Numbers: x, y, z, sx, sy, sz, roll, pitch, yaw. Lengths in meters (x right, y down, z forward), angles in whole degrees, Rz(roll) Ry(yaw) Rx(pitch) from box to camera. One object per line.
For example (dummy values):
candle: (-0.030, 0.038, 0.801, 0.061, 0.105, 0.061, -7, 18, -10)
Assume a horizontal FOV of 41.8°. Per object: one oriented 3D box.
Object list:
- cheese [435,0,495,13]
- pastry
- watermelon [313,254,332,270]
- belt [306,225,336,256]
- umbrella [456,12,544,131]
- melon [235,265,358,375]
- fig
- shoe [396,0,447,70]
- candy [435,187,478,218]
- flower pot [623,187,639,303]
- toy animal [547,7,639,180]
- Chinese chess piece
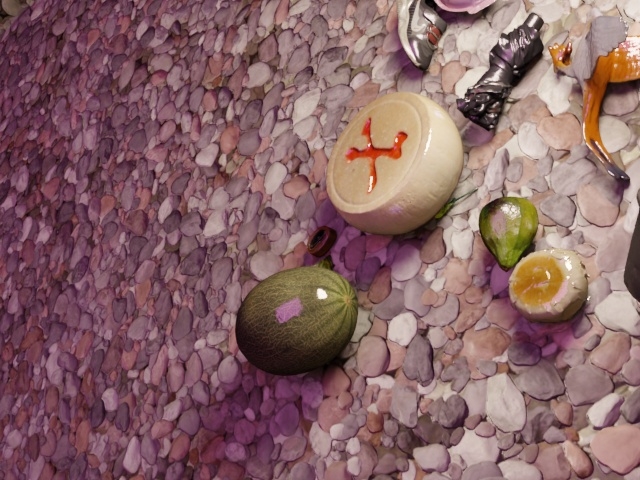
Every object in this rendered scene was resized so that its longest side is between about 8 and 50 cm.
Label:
cheese: (0.342, -0.649, 2.015, 0.189, 0.074, 0.286, -30, 53, 14)
pastry: (0.442, 0.085, 1.624, 0.165, 0.088, 0.166, -17, 61, 34)
watermelon: (-0.025, 0.116, 2.059, 0.069, 0.087, 0.163, 46, 111, 4)
belt: (0.000, 0.000, 2.087, 0.083, 0.036, 0.059, -49, 47, 14)
umbrella: (0.401, -0.377, 1.844, 0.110, 0.122, 0.272, 31, 90, 1)
melon: (-0.053, 0.182, 1.917, 0.301, 0.237, 0.238, -27, 56, 31)
fig: (0.383, -0.010, 1.692, 0.123, 0.123, 0.156, -21, 63, 35)
shoe: (0.253, -0.523, 2.044, 0.112, 0.099, 0.228, -22, 58, 25)
candy: (0.295, -0.088, 1.868, 0.123, 0.035, 0.035, -31, 60, 20)
flower pot: (0.618, 0.038, 1.406, 0.269, 0.269, 0.166, 53, 133, 41)
toy animal: (0.565, -0.305, 1.684, 0.302, 0.225, 0.284, 48, 127, 55)
Chinese chess piece: (0.166, -0.173, 1.913, 0.338, 0.140, 0.338, -29, 48, 37)
